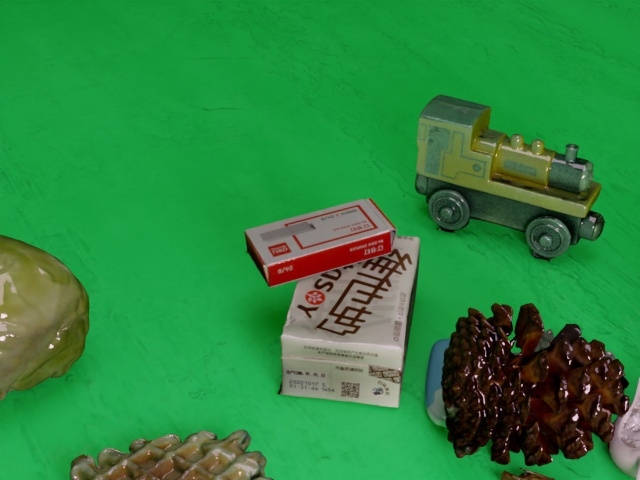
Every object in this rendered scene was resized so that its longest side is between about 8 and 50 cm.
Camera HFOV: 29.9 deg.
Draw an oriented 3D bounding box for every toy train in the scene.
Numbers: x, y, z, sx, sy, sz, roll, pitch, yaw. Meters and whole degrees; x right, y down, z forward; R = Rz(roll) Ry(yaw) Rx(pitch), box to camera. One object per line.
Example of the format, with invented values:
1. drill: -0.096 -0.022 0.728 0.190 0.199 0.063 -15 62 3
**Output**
1. toy train: 0.354 -0.115 2.225 0.369 0.237 0.150 16 34 21

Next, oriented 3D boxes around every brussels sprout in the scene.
1. brussels sprout: -0.518 0.120 1.835 0.317 0.242 0.273 -31 70 -34

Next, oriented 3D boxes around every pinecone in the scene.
1. pinecone: 0.309 0.210 1.728 0.292 0.246 0.246 10 29 -24

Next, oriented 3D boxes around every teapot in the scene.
1. teapot: 0.484 0.290 1.724 0.145 0.092 0.226 -24 27 33

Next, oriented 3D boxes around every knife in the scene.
1. knife: 0.197 0.223 1.886 0.064 0.031 0.222 1 29 6

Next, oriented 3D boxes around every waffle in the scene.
1. waffle: -0.210 0.365 1.608 0.309 0.056 0.291 -7 34 -5

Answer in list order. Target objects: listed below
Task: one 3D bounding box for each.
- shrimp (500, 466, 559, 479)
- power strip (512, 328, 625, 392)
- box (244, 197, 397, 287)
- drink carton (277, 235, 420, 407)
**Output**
1. shrimp: 0.324 0.386 1.608 0.150 0.068 0.249 -22 31 -19
2. power strip: 0.362 0.195 1.908 0.216 0.061 0.145 0 34 -5
3. box: 0.000 0.000 1.964 0.229 0.050 0.123 -15 35 -14
4. drink carton: 0.053 0.114 1.955 0.194 0.132 0.324 5 34 7
